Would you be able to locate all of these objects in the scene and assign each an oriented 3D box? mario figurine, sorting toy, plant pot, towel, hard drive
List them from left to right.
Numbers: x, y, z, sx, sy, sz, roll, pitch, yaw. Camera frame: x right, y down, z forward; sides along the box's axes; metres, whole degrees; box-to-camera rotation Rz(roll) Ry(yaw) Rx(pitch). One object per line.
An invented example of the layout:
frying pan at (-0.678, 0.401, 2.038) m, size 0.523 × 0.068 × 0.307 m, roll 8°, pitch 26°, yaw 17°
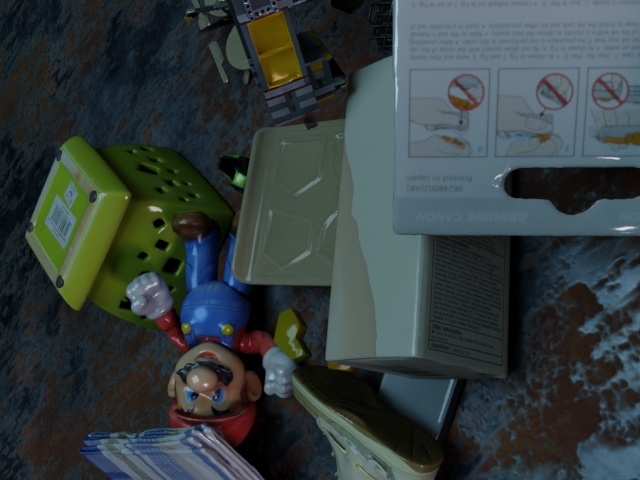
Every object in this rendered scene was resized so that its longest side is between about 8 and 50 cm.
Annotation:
plant pot at (-0.301, -0.018, 1.187) m, size 0.228 × 0.207 × 0.227 m, roll 42°, pitch 111°, yaw 41°
towel at (-0.170, 0.310, 1.011) m, size 0.285 × 0.209 × 0.034 m, roll -18°, pitch 31°, yaw 44°
mario figurine at (-0.137, 0.115, 1.019) m, size 0.198 × 0.170 × 0.320 m, roll -13°, pitch 71°, yaw 42°
sorting toy at (0.000, 0.000, 0.952) m, size 0.229 × 0.041 × 0.307 m, roll 0°, pitch 75°, yaw 31°
hard drive at (0.107, 0.164, 0.860) m, size 0.094 × 0.022 × 0.135 m, roll 22°, pitch 97°, yaw 46°

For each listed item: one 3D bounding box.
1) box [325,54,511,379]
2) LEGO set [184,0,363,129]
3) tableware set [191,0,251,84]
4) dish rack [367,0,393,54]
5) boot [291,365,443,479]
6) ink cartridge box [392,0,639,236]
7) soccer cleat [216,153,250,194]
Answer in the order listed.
box at (0.105, -0.023, 0.798) m, size 0.121 × 0.148 × 0.311 m, roll -12°, pitch 66°, yaw 46°
LEGO set at (-0.002, -0.265, 0.849) m, size 0.255 × 0.192 × 0.331 m, roll -27°, pitch 40°, yaw -9°
tableware set at (-0.117, -0.334, 1.191) m, size 0.128 × 0.039 × 0.194 m, roll -33°, pitch 65°, yaw 23°
dish rack at (0.148, -0.334, 0.871) m, size 0.208 × 0.074 × 0.271 m, roll 26°, pitch 105°, yaw 60°
boot at (0.031, 0.246, 0.862) m, size 0.213 × 0.077 × 0.165 m, roll 31°, pitch 119°, yaw 43°
ink cartridge box at (0.211, -0.199, 0.655) m, size 0.091 × 0.308 × 0.385 m, roll -80°, pitch -11°, yaw -76°
soccer cleat at (-0.079, -0.068, 1.065) m, size 0.179 × 0.072 × 0.060 m, roll 37°, pitch 108°, yaw 44°
